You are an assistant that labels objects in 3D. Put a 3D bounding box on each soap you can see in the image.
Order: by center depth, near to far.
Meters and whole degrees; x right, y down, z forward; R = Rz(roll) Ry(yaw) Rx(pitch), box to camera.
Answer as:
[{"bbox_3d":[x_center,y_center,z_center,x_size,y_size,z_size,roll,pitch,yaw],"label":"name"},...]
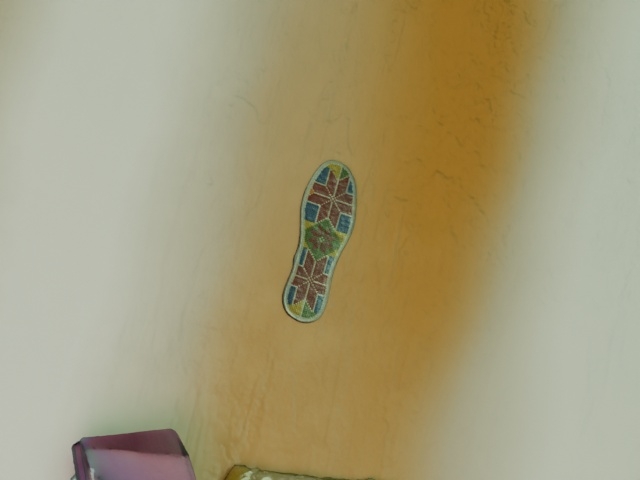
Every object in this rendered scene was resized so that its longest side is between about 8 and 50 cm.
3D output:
[{"bbox_3d":[-0.165,0.346,1.660,0.109,0.193,0.323,-7,77,-20],"label":"soap"}]

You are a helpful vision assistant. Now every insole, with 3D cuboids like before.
[{"bbox_3d":[0.000,0.000,1.895,0.065,0.006,0.193,19,71,-11],"label":"insole"}]

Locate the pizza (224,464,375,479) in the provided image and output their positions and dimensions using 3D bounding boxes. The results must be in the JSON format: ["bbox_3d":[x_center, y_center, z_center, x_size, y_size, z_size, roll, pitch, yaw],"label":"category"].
[{"bbox_3d":[0.012,0.325,1.802,0.262,0.034,0.181,0,75,-17],"label":"pizza"}]
